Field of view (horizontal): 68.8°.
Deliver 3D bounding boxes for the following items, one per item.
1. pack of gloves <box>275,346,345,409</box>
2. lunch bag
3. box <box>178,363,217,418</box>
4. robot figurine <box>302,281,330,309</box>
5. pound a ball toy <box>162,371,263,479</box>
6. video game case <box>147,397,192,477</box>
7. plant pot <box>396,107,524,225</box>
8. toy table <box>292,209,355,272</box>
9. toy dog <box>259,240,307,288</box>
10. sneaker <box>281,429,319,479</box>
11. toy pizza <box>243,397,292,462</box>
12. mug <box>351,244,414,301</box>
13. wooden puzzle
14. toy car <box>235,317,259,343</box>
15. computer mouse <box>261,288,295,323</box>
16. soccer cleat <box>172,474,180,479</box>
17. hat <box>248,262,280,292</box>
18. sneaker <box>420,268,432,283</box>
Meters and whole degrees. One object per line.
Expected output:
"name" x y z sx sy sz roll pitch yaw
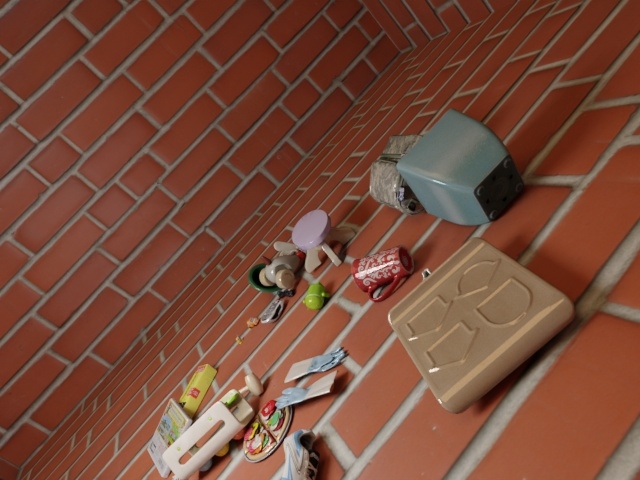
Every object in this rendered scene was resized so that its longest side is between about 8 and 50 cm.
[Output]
"pack of gloves" -0.020 0.412 1.372 0.232 0.046 0.195 -29 15 31
"lunch bag" 0.314 -0.229 1.692 0.256 0.212 0.305 -62 19 4
"box" -0.506 0.614 1.874 0.087 0.058 0.232 -26 28 44
"robot figurine" -0.018 0.203 1.692 0.101 0.067 0.115 -24 29 28
"pound a ball toy" -0.312 0.593 1.490 0.319 0.136 0.208 -44 -7 8
"video game case" -0.557 0.719 1.722 0.227 0.026 0.207 5 69 58
"plant pot" 0.425 -0.189 1.346 0.248 0.247 0.252 -46 37 -2
"toy table" 0.000 0.000 1.883 0.252 0.161 0.274 -35 25 14
"toy dog" -0.153 0.062 2.026 0.220 0.161 0.334 -16 30 26
"sneaker" -0.041 0.541 1.088 0.086 0.085 0.237 -33 26 11
"toy pizza" -0.162 0.548 1.374 0.201 0.032 0.201 -39 21 18
"mug" 0.202 0.101 1.452 0.169 0.150 0.113 -25 -8 34
"wooden puzzle" 0.340 0.177 1.049 0.322 0.080 0.348 -43 26 6
"toy car" -0.310 0.374 1.973 0.060 0.040 0.122 -18 34 51
"computer mouse" -0.176 0.275 1.905 0.106 0.042 0.193 -18 28 43
"soccer cleat" -0.463 0.773 1.528 0.029 0.035 0.083 -19 34 51
"hat" -0.253 0.220 2.147 0.209 0.172 0.184 -87 8 -51
"sneaker" 0.290 0.136 1.239 0.053 0.061 0.152 -33 25 26
